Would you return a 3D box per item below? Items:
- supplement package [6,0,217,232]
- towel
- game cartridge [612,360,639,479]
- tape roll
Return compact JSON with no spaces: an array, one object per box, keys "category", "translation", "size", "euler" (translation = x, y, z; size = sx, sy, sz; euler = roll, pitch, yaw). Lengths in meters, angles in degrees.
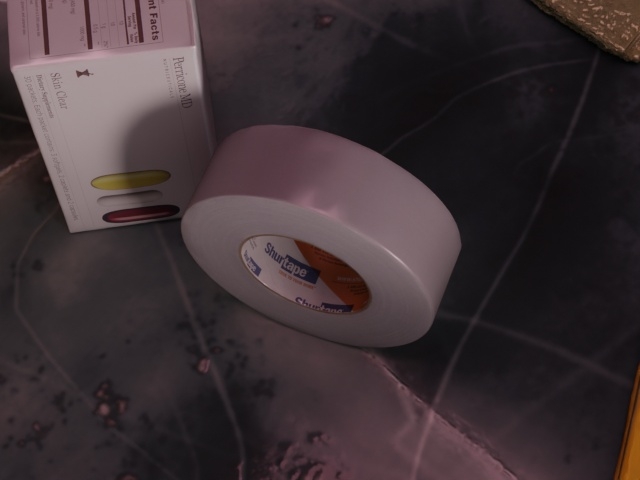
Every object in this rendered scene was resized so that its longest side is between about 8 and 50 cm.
[{"category":"supplement package","translation":[-0.173,-0.162,1.317],"size":[0.145,0.262,0.204],"euler":[-9,62,-2]},{"category":"towel","translation":[0.271,-0.240,1.481],"size":[0.148,0.027,0.110],"euler":[37,69,18]},{"category":"game cartridge","translation":[0.409,0.174,1.239],"size":[0.324,0.052,0.285],"euler":[16,63,7]},{"category":"tape roll","translation":[0.000,0.000,1.247],"size":[0.219,0.219,0.072],"euler":[18,64,11]}]
